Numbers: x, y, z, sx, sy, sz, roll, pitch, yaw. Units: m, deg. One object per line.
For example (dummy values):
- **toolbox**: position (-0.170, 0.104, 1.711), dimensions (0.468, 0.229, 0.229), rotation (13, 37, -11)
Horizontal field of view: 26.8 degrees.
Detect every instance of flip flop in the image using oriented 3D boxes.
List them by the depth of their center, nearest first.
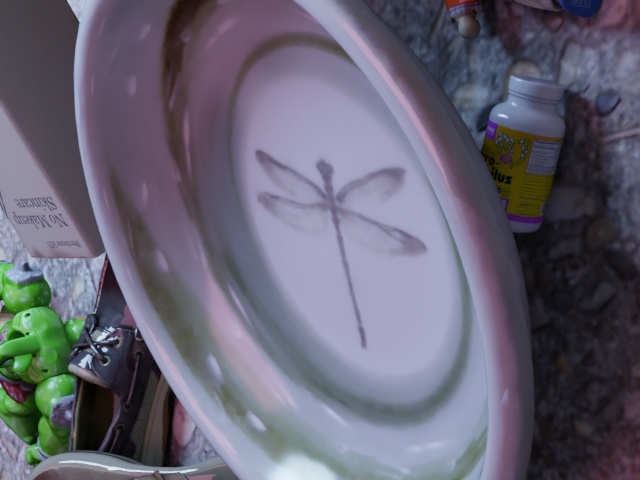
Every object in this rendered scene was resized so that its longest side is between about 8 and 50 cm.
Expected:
- **flip flop**: position (-0.113, 0.202, 0.956), dimensions (0.277, 0.080, 0.112), rotation (1, 94, 28)

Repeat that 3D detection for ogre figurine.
- **ogre figurine**: position (-0.244, 0.101, 1.134), dimensions (0.118, 0.097, 0.197), rotation (-35, 53, 57)

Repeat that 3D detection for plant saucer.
- **plant saucer**: position (0.000, 0.000, 0.789), dimensions (0.400, 0.101, 0.400), rotation (35, 138, 39)

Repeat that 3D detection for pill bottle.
- **pill bottle**: position (0.112, -0.049, 0.752), dimensions (0.043, 0.043, 0.083), rotation (27, 110, 46)

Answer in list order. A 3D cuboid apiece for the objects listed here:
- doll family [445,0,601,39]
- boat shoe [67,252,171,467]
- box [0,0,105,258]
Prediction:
- **doll family**: position (0.074, -0.245, 0.734), dimensions (0.163, 0.118, 0.262), rotation (24, 109, 47)
- **boat shoe**: position (-0.160, 0.100, 1.048), dimensions (0.080, 0.073, 0.223), rotation (14, 102, 47)
- **box**: position (-0.231, -0.122, 1.010), dimensions (0.113, 0.094, 0.275), rotation (-2, 122, 51)
